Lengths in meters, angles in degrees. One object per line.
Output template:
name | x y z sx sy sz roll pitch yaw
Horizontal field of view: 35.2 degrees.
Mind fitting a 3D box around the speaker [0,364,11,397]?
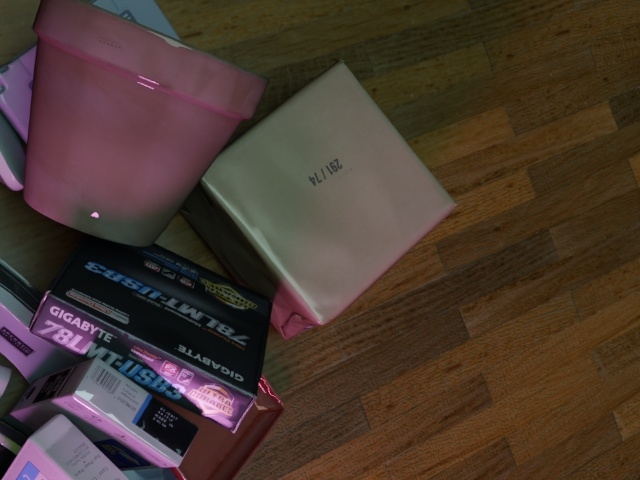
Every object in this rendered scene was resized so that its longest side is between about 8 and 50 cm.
speaker | -0.502 0.179 1.400 0.136 0.055 0.055 26 73 -21

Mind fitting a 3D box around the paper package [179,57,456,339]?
paper package | -0.007 -0.061 1.589 0.325 0.168 0.309 -40 92 -25

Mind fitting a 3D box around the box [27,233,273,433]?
box | -0.216 0.102 1.376 0.295 0.293 0.073 27 107 -8

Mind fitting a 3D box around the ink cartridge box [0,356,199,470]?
ink cartridge box | -0.304 0.242 1.345 0.165 0.332 0.065 39 59 -19

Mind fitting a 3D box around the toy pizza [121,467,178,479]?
toy pizza | -0.231 0.351 1.529 0.201 0.032 0.201 4 81 -25

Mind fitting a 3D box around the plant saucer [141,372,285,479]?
plant saucer | -0.189 0.229 1.504 0.259 0.048 0.258 56 35 -10

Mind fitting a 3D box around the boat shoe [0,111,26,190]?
boat shoe | -0.490 -0.161 1.440 0.070 0.078 0.219 -29 91 11

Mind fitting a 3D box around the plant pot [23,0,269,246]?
plant pot | -0.266 -0.153 1.376 0.323 0.323 0.280 20 96 -23

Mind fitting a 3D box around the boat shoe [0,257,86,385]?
boat shoe | -0.395 0.131 1.430 0.306 0.113 0.105 43 34 -22

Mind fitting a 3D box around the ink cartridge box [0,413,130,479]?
ink cartridge box | -0.312 0.398 1.305 0.261 0.296 0.066 42 38 4

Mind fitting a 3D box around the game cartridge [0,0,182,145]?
game cartridge | -0.335 -0.240 1.515 0.294 0.060 0.196 -44 111 -25

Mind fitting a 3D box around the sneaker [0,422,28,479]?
sneaker | -0.484 0.280 1.381 0.234 0.084 0.097 37 71 -18
